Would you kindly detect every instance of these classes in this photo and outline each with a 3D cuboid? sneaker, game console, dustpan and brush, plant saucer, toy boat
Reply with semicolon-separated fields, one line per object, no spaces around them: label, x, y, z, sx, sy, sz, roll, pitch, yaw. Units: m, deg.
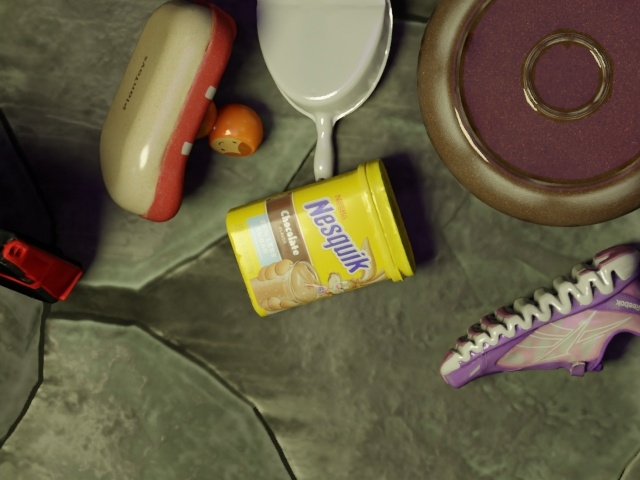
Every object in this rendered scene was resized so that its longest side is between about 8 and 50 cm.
sneaker;0.238;0.101;1.757;0.236;0.095;0.104;-28;97;6
game console;-0.436;-0.043;1.700;0.386;0.342;0.060;21;81;5
dustpan and brush;0.002;-0.156;1.794;0.147;0.060;0.211;3;87;18
plant saucer;0.252;-0.167;1.763;0.310;0.050;0.311;0;94;7
toy boat;-0.129;-0.126;1.778;0.151;0.151;0.231;21;96;-24

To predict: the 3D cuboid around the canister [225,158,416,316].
canister;0.000;0.000;1.782;0.170;0.073;0.126;-17;100;9
